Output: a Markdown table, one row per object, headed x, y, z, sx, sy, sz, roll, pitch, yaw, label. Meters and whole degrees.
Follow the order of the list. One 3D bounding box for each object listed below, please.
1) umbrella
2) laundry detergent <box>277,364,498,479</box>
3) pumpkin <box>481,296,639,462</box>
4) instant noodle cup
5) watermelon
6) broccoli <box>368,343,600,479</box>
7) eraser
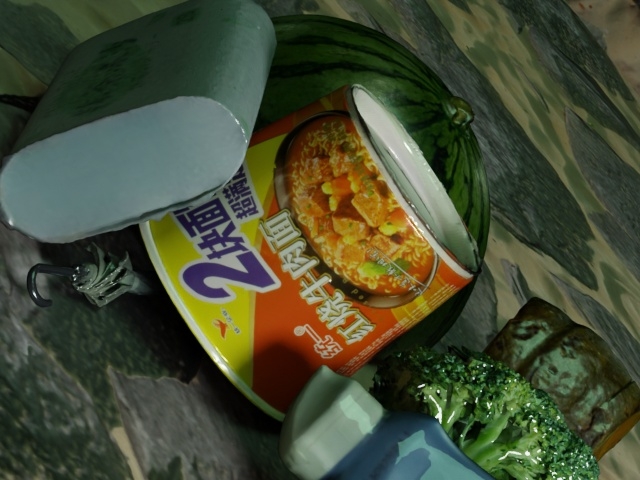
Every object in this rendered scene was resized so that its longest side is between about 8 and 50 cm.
| x | y | z | sx | sy | sz | roll | pitch | yaw | label |
| --- | --- | --- | --- | --- | --- | --- | --- | --- | --- |
| -0.122 | 0.022 | 1.301 | 0.269 | 0.044 | 0.044 | 2 | 77 | -65 | umbrella |
| 0.078 | 0.207 | 1.229 | 0.290 | 0.143 | 0.094 | 46 | -16 | 3 | laundry detergent |
| 0.188 | 0.129 | 1.539 | 0.131 | 0.126 | 0.248 | 38 | 1 | 9 | pumpkin |
| 0.000 | 0.000 | 1.340 | 0.213 | 0.174 | 0.213 | 53 | 13 | -18 | instant noodle cup |
| 0.027 | -0.076 | 1.588 | 0.331 | 0.189 | 0.331 | 41 | 15 | -14 | watermelon |
| 0.104 | 0.154 | 1.343 | 0.195 | 0.195 | 0.156 | 47 | 39 | -2 | broccoli |
| -0.123 | -0.089 | 1.322 | 0.227 | 0.174 | 0.081 | -82 | 154 | -65 | eraser |
